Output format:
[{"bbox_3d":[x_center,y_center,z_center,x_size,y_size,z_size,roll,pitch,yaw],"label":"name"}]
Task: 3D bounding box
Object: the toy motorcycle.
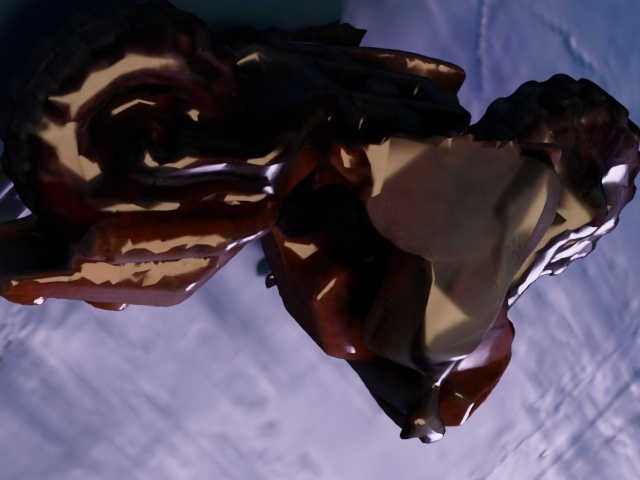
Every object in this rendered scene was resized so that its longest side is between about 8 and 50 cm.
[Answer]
[{"bbox_3d":[0.000,0.000,0.550,0.212,0.084,0.118,6,119,-38],"label":"toy motorcycle"}]
